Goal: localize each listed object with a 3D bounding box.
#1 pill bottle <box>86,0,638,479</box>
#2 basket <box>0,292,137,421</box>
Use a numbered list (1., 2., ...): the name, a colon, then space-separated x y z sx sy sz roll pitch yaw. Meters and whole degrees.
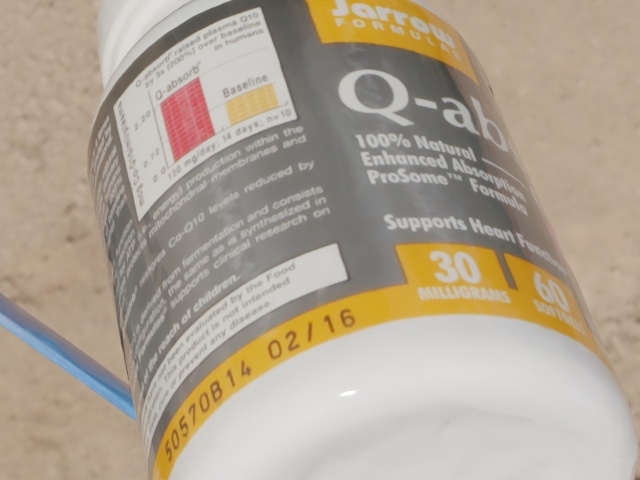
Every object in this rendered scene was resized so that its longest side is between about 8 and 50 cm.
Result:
1. pill bottle: 0.000 0.000 0.702 0.162 0.162 0.278 10 40 -26
2. basket: -0.236 0.094 0.839 0.255 0.201 0.289 -44 99 7
